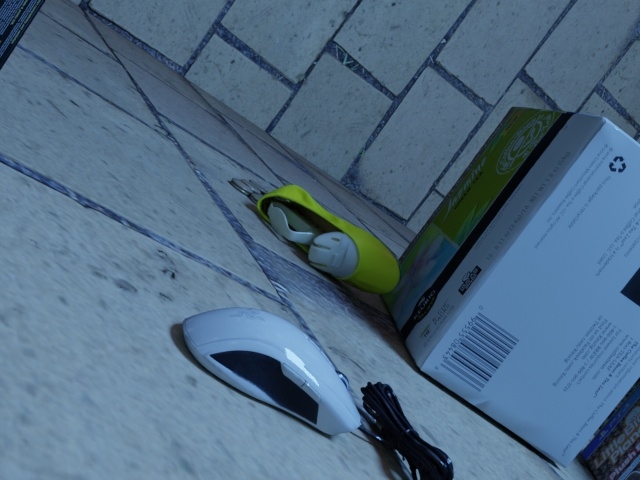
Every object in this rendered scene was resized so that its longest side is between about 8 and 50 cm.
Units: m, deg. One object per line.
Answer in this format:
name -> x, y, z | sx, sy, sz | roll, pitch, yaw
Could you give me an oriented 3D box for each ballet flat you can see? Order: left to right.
ballet flat -> 0.000, 0.000, 0.980 | 0.077, 0.077, 0.231 | -5, 34, -45

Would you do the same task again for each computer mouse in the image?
computer mouse -> 0.000, 0.091, 0.501 | 0.193, 0.042, 0.106 | 33, 10, -23

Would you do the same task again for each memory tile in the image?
memory tile -> -0.062, -0.046, 1.142 | 0.148, 0.012, 0.113 | 37, 8, 11

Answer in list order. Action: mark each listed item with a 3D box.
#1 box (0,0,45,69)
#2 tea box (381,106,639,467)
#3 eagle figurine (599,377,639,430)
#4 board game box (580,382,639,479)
box -> -0.261, -0.191, 0.529 | 0.077, 0.180, 0.147 | 37, 8, 6
tea box -> 0.268, 0.031, 0.959 | 0.220, 0.329, 0.323 | 35, 7, -9
eagle figurine -> 0.433, 0.178, 1.202 | 0.226, 0.225, 0.298 | 14, -46, 41
board game box -> 0.455, 0.305, 0.845 | 0.232, 0.141, 0.291 | 36, 8, -1
